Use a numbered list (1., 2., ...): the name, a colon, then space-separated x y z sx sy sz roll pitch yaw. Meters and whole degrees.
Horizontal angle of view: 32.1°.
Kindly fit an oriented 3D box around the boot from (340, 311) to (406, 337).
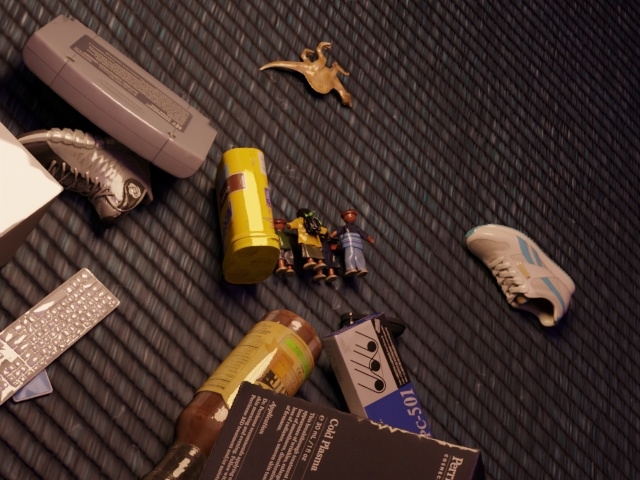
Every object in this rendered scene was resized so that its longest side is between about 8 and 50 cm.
1. boot: 0.081 0.167 1.732 0.121 0.045 0.099 10 60 -26

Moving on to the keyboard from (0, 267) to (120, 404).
1. keyboard: -0.369 0.126 1.462 0.072 0.014 0.256 48 45 -3

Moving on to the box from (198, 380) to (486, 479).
1. box: 0.000 0.388 1.326 0.313 0.179 0.343 14 63 21

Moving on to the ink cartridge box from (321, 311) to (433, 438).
1. ink cartridge box: 0.086 0.221 1.666 0.097 0.046 0.207 -22 92 -31

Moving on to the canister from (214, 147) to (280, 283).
1. canister: -0.113 -0.038 1.662 0.073 0.126 0.169 -1 62 -16

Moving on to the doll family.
1. doll family: 0.000 0.000 1.751 0.193 0.076 0.111 14 56 -42

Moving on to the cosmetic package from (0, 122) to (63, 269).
1. cosmetic package: -0.471 -0.062 1.367 0.224 0.225 0.138 47 49 -4

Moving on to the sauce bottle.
1. sauce bottle: -0.123 0.237 1.514 0.111 0.111 0.344 44 50 -5

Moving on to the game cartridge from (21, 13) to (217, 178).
1. game cartridge: -0.290 -0.210 1.629 0.297 0.062 0.198 37 23 -11

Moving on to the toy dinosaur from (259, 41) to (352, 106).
1. toy dinosaur: -0.010 -0.297 1.925 0.183 0.053 0.092 23 56 -22

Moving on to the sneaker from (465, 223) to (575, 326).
1. sneaker: 0.347 0.058 1.946 0.229 0.087 0.092 36 52 -10

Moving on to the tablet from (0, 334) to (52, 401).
1. tablet: -0.385 0.165 1.443 0.054 0.006 0.083 -12 71 -38

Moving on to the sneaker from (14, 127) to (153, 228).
1. sneaker: -0.333 -0.081 1.567 0.229 0.086 0.132 -1 68 -36
